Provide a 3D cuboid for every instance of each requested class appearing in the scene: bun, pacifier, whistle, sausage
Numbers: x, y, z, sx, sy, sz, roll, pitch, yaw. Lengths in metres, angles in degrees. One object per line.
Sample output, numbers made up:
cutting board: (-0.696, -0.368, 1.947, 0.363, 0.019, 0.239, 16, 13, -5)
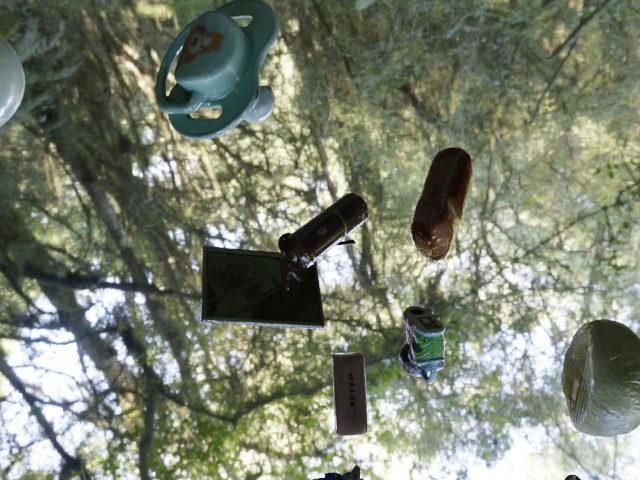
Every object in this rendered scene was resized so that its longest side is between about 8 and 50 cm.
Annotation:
bun: (0.585, 0.276, 1.180, 0.153, 0.244, 0.244, 5, -161, 1)
pacifier: (-0.204, -0.353, 1.297, 0.288, 0.344, 0.269, 10, 163, 29)
whistle: (0.020, 0.342, 0.835, 0.083, 0.029, 0.033, -7, -122, -2)
sausage: (0.217, -0.069, 1.049, 0.083, 0.089, 0.300, 5, -142, 23)

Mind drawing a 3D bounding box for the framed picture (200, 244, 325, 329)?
framed picture: (-0.153, 0.123, 1.552, 0.324, 0.020, 0.241, 5, -129, -17)

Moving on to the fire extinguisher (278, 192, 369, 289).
fire extinguisher: (0.000, 0.000, 1.520, 0.105, 0.141, 0.341, -19, -165, 48)

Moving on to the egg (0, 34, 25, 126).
egg: (-0.454, -0.186, 0.671, 0.209, 0.151, 0.151, -17, -159, -36)

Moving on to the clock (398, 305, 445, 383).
clock: (0.292, 0.312, 1.697, 0.100, 0.196, 0.194, -2, -161, -11)

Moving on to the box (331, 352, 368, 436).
box: (0.042, 0.219, 0.837, 0.048, 0.115, 0.025, -1, 174, -12)

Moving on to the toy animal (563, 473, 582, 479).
toy animal: (0.602, 0.662, 1.288, 0.165, 0.235, 0.187, -45, 179, -18)
